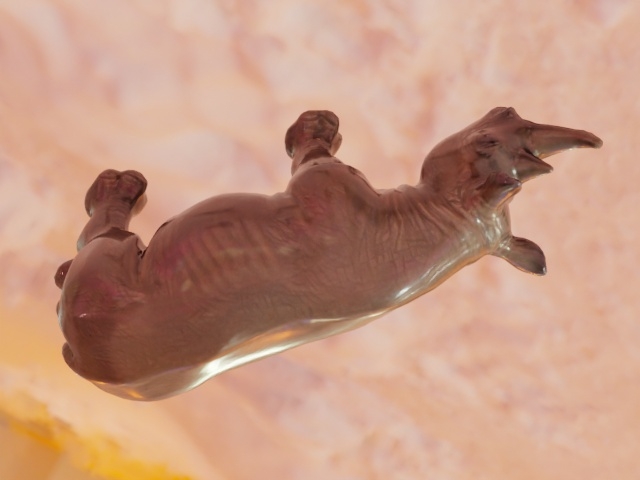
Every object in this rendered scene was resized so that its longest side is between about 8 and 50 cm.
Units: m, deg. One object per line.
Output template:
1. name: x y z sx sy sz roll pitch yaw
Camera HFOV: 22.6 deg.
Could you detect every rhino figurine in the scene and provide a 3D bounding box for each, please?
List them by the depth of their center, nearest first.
1. rhino figurine: 0.000 0.000 0.660 0.243 0.106 0.073 -18 125 4
